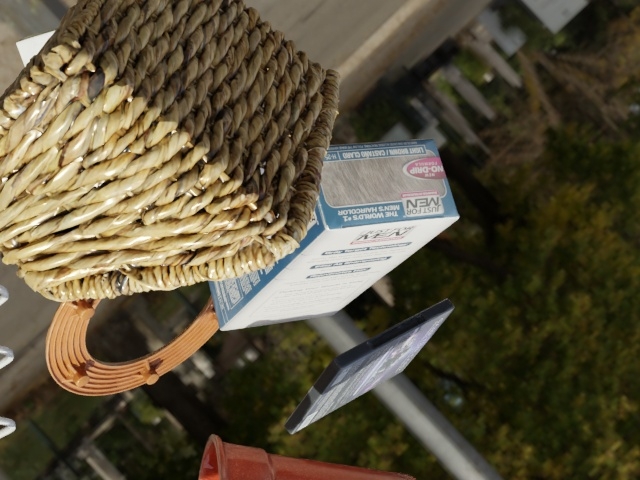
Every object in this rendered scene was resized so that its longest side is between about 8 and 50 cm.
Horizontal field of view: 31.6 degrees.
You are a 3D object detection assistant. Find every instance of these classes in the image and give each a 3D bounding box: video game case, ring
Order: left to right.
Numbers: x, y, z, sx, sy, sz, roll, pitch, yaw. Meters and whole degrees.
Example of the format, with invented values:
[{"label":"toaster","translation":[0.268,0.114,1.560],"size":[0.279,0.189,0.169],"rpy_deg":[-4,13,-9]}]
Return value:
[{"label":"ring","translation":[-0.229,0.099,1.586],"size":[0.337,0.032,0.336],"rpy_deg":[-30,147,-22]},{"label":"video game case","translation":[0.080,0.199,1.801],"size":[0.274,0.026,0.196],"rpy_deg":[-24,156,-42]}]

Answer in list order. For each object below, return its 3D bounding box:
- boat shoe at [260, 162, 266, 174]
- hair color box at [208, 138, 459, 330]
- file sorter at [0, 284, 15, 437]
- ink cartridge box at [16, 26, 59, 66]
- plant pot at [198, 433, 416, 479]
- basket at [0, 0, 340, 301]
[{"label":"boat shoe","translation":[-0.143,-0.105,1.803],"size":[0.096,0.277,0.098],"rpy_deg":[-77,-170,-56]},{"label":"hair color box","translation":[0.000,0.000,1.366],"size":[0.174,0.105,0.347],"rpy_deg":[-6,161,-28]},{"label":"file sorter","translation":[-0.385,0.175,1.008],"size":[0.193,0.277,0.173],"rpy_deg":[13,149,-41]},{"label":"ink cartridge box","translation":[-0.345,-0.285,1.731],"size":[0.209,0.109,0.062],"rpy_deg":[-16,-164,2]},{"label":"plant pot","translation":[-0.015,0.387,1.415],"size":[0.272,0.265,0.272],"rpy_deg":[-175,-90,-78]},{"label":"basket","translation":[-0.140,-0.073,0.893],"size":[0.213,0.223,0.299],"rpy_deg":[-41,-159,27]}]
